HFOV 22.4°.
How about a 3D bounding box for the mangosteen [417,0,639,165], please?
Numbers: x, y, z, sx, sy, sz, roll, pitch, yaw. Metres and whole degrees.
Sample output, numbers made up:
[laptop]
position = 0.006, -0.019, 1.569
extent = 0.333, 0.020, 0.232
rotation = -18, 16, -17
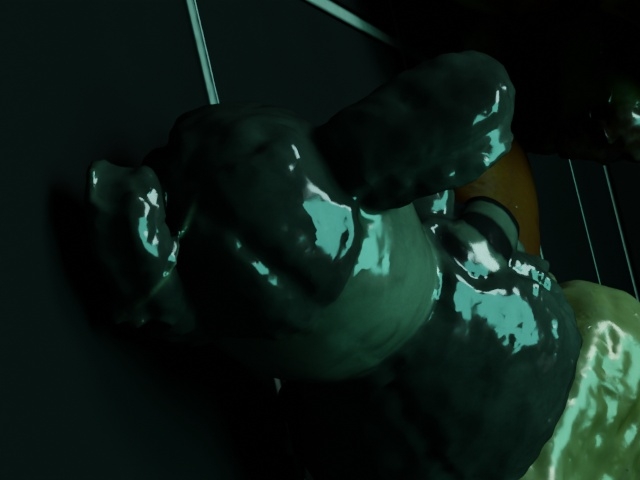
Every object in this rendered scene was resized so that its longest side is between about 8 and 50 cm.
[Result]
[mangosteen]
position = 0.223, -0.258, 1.296
extent = 0.421, 0.381, 0.381
rotation = -49, 133, -28

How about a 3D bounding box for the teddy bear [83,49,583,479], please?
[teddy bear]
position = 0.017, 0.001, 0.673
extent = 0.251, 0.171, 0.144
rotation = 54, 5, -40

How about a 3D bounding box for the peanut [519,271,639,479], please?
[peanut]
position = 0.083, 0.145, 0.791
extent = 0.143, 0.159, 0.291
rotation = 45, 44, -23

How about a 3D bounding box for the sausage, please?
[sausage]
position = 0.115, 0.028, 1.132
extent = 0.089, 0.083, 0.300
rotation = 80, 9, -46
